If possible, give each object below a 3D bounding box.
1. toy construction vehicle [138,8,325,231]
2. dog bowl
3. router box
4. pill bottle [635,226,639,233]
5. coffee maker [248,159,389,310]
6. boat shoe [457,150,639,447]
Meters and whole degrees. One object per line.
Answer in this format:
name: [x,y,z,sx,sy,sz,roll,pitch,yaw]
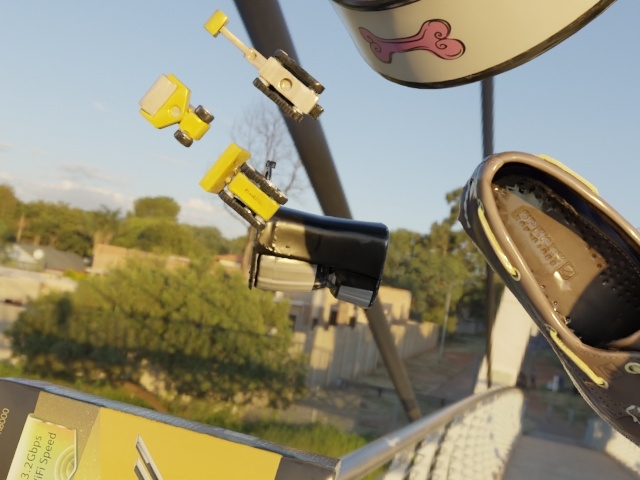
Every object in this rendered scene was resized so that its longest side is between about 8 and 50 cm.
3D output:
toy construction vehicle: [-0.043,-0.068,0.382,0.098,0.086,0.035,39,9,1]
dog bowl: [0.141,-0.360,0.650,0.408,0.408,0.150,5,-19,47]
router box: [-0.139,0.270,0.450,0.242,0.309,0.081,12,-12,7]
pill bottle: [0.440,0.079,0.685,0.160,0.160,0.283,12,8,-32]
coffee maker: [0.000,0.000,0.926,0.178,0.171,0.120,9,28,-7]
boat shoe: [0.230,0.061,0.518,0.324,0.116,0.097,51,6,10]
